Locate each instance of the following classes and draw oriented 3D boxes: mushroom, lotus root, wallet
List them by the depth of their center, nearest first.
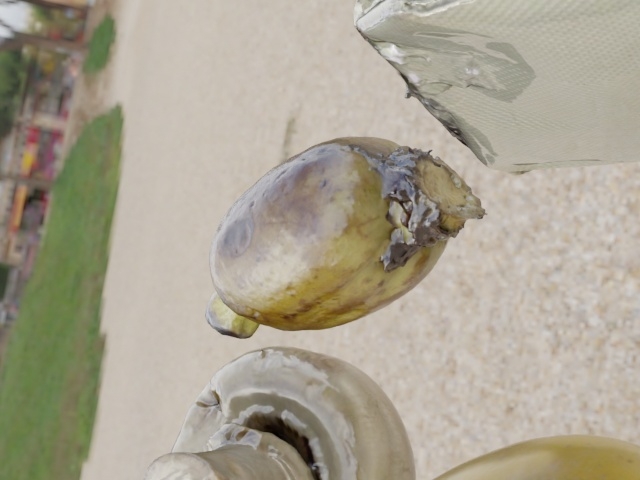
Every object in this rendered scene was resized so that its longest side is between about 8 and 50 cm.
[{"bbox_3d":[0.174,-0.095,0.623,0.335,0.274,0.068,29,-123,-67],"label":"wallet"},{"bbox_3d":[0.000,0.000,1.115,0.314,0.169,0.141,-30,57,33],"label":"lotus root"},{"bbox_3d":[-0.060,0.243,1.292,0.290,0.292,0.293,25,-109,-59],"label":"mushroom"}]

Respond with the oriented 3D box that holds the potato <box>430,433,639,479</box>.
[{"bbox_3d":[0.090,0.185,0.617,0.150,0.233,0.146,65,-169,16],"label":"potato"}]
